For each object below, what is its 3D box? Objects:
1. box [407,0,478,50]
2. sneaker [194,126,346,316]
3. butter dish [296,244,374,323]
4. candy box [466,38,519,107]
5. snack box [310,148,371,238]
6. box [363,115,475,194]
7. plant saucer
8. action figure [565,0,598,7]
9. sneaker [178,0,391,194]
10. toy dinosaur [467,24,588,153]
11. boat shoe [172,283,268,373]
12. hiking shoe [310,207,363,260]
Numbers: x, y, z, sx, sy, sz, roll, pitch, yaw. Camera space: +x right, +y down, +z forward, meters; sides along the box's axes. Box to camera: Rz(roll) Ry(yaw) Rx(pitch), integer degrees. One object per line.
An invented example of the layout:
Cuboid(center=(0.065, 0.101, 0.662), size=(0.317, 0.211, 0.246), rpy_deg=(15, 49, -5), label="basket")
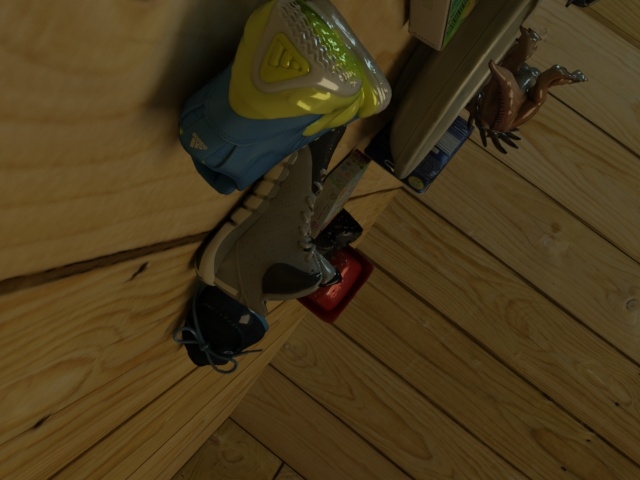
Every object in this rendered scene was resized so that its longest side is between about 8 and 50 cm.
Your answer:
Cuboid(center=(0.205, -0.368, 0.685), size=(0.322, 0.058, 0.232), rpy_deg=(-52, 174, 4), label="box")
Cuboid(center=(-0.014, -0.018, 0.700), size=(0.229, 0.132, 0.086), rpy_deg=(-52, 174, -2), label="sneaker")
Cuboid(center=(-0.003, 0.060, 1.359), size=(0.160, 0.160, 0.118), rpy_deg=(-52, 151, -1), label="butter dish")
Cuboid(center=(0.350, -0.345, 1.393), size=(0.159, 0.071, 0.233), rpy_deg=(-54, 174, 14), label="candy box")
Cuboid(center=(0.024, -0.077, 1.127), size=(0.100, 0.037, 0.141), rpy_deg=(-49, 173, -41), label="snack box")
Cuboid(center=(0.183, -0.183, 1.258), size=(0.225, 0.136, 0.036), rpy_deg=(-48, 173, -33), label="box")
Cuboid(center=(0.215, -0.284, 1.066), size=(0.400, 0.100, 0.400), rpy_deg=(-51, 174, -8), label="plant saucer")
Cuboid(center=(0.541, -0.518, 1.137), size=(0.341, 0.330, 0.178), rpy_deg=(-56, -176, 12), label="action figure")
Cuboid(center=(-0.029, -0.098, 0.453), size=(0.126, 0.091, 0.240), rpy_deg=(-35, 180, 16), label="sneaker")
Cuboid(center=(0.299, -0.221, 1.063), size=(0.200, 0.127, 0.295), rpy_deg=(-47, 172, 28), label="toy dinosaur")
Cuboid(center=(-0.125, 0.125, 0.843), size=(0.089, 0.109, 0.258), rpy_deg=(-47, 171, -20), label="boat shoe")
Cuboid(center=(0.000, 0.000, 1.278), size=(0.114, 0.086, 0.227), rpy_deg=(-45, 170, 26), label="hiking shoe")
